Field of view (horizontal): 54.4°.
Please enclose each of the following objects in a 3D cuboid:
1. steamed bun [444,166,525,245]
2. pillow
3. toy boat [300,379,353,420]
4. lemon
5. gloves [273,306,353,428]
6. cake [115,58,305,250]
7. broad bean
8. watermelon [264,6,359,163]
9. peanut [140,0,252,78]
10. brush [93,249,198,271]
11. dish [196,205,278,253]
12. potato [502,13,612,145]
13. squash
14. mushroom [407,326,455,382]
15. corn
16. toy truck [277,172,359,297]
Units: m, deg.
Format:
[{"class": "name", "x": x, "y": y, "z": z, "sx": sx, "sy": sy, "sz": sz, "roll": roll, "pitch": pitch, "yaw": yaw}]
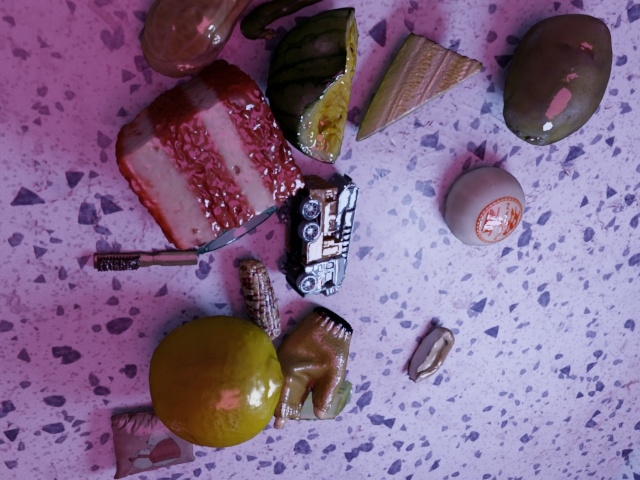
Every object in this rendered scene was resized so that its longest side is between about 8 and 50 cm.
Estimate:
[{"class": "steamed bun", "x": 0.466, "y": -0.084, "z": 1.723, "sx": 0.232, "sy": 0.145, "sz": 0.231, "roll": -9, "pitch": 118, "yaw": -17}, {"class": "pillow", "x": -0.460, "y": 0.557, "z": 1.724, "sx": 0.236, "sy": 0.084, "sz": 0.223, "roll": -5, "pitch": 119, "yaw": -16}, {"class": "toy boat", "x": -0.021, "y": 0.474, "z": 1.854, "sx": 0.276, "sy": 0.084, "sz": 0.111, "roll": 6, "pitch": 111, "yaw": -23}, {"class": "lemon", "x": -0.261, "y": 0.349, "z": 1.555, "sx": 0.348, "sy": 0.348, "sz": 0.348, "roll": -9, "pitch": 118, "yaw": -17}, {"class": "gloves", "x": -0.036, "y": 0.359, "z": 1.724, "sx": 0.203, "sy": 0.155, "sz": 0.356, "roll": 33, "pitch": 76, "yaw": -20}, {"class": "cake", "x": -0.245, "y": -0.185, "z": 1.319, "sx": 0.320, "sy": 0.270, "sz": 0.269, "roll": -30, "pitch": 122, "yaw": -5}, {"class": "broad bean", "x": -0.075, "y": -0.478, "z": 1.302, "sx": 0.292, "sy": 0.144, "sz": 0.049, "roll": -52, "pitch": 138, "yaw": -39}, {"class": "watermelon", "x": -0.021, "y": -0.344, "z": 1.335, "sx": 0.189, "sy": 0.331, "sz": 0.330, "roll": 9, "pitch": 114, "yaw": -1}, {"class": "peanut", "x": -0.231, "y": -0.474, "z": 1.240, "sx": 0.158, "sy": 0.174, "sz": 0.340, "roll": 35, "pitch": 98, "yaw": -7}, {"class": "brush", "x": -0.419, "y": 0.051, "z": 1.511, "sx": 0.248, "sy": 0.036, "sz": 0.043, "roll": -1, "pitch": 120, "yaw": -21}, {"class": "dish", "x": -0.209, "y": -0.054, "z": 1.465, "sx": 0.224, "sy": 0.246, "sz": 0.078, "roll": -30, "pitch": 87, "yaw": -12}, {"class": "potato", "x": 0.594, "y": -0.398, "z": 1.568, "sx": 0.243, "sy": 0.221, "sz": 0.326, "roll": 8, "pitch": 100, "yaw": -34}, {"class": "squash", "x": 0.236, "y": -0.337, "z": 1.520, "sx": 0.203, "sy": 0.111, "sz": 0.288, "roll": 25, "pitch": 103, "yaw": 3}, {"class": "mushroom", "x": 0.352, "y": 0.353, "z": 1.944, "sx": 0.094, "sy": 0.072, "sz": 0.209, "roll": 16, "pitch": 112, "yaw": -25}, {"class": "corn", "x": -0.160, "y": 0.154, "z": 1.639, "sx": 0.086, "sy": 0.086, "sz": 0.253, "roll": -18, "pitch": 118, "yaw": -12}, {"class": "toy truck", "x": 0.000, "y": 0.000, "z": 1.595, "sx": 0.184, "sy": 0.133, "sz": 0.338, "roll": -10, "pitch": 117, "yaw": -27}]
